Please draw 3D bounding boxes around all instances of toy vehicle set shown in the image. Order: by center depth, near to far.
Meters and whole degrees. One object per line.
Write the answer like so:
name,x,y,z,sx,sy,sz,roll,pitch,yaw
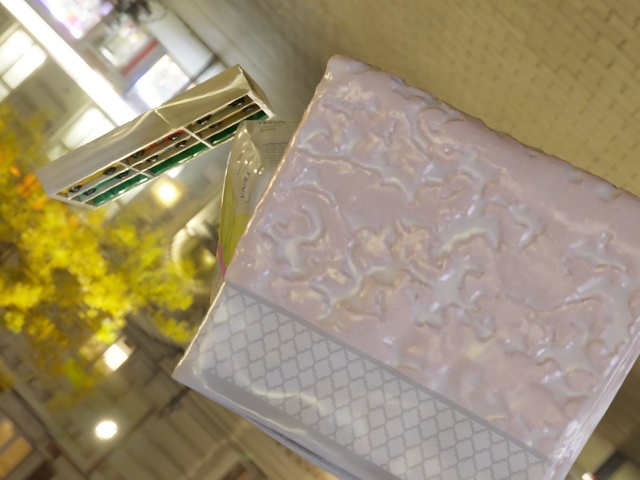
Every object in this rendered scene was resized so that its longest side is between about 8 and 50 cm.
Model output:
toy vehicle set,-0.191,-0.119,1.332,0.035,0.267,0.166,64,-174,7

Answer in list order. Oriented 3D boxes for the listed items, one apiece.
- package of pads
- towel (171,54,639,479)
package of pads,0.000,0.000,1.217,0.101,0.229,0.296,-112,26,-43
towel,0.084,0.053,0.902,0.332,0.316,0.053,29,-179,11
